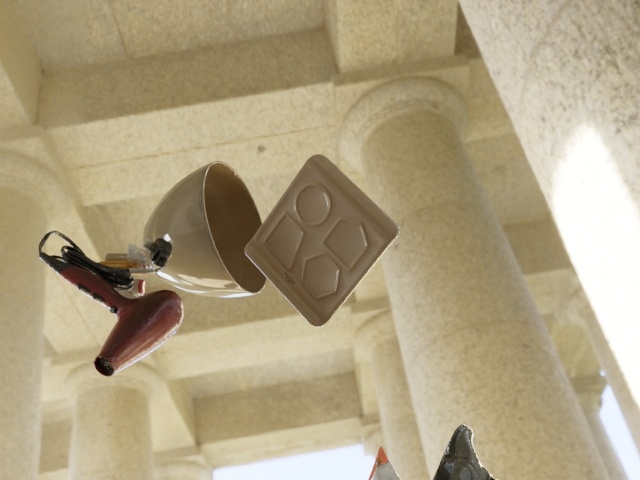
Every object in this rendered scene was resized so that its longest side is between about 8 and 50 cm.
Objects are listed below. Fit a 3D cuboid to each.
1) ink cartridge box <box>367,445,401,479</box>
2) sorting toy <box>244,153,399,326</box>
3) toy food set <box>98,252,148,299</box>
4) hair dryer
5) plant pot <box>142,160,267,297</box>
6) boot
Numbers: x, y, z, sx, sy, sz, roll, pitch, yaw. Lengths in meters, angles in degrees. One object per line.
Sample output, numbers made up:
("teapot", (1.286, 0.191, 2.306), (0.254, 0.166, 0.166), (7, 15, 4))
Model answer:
("ink cartridge box", (0.080, 0.488, 1.357), (0.066, 0.232, 0.189), (19, -85, -14))
("sorting toy", (0.000, 0.000, 1.194), (0.208, 0.193, 0.038), (-51, -22, 18))
("toy food set", (-0.418, 0.094, 1.714), (0.105, 0.111, 0.232), (1, -36, 2))
("hair dryer", (-0.330, 0.102, 1.212), (0.224, 0.293, 0.080), (2, -52, -23))
("plant pot", (-0.254, -0.003, 1.584), (0.191, 0.284, 0.284), (-16, -38, 17))
("boot", (0.320, 0.474, 1.538), (0.161, 0.246, 0.083), (25, -71, 14))
